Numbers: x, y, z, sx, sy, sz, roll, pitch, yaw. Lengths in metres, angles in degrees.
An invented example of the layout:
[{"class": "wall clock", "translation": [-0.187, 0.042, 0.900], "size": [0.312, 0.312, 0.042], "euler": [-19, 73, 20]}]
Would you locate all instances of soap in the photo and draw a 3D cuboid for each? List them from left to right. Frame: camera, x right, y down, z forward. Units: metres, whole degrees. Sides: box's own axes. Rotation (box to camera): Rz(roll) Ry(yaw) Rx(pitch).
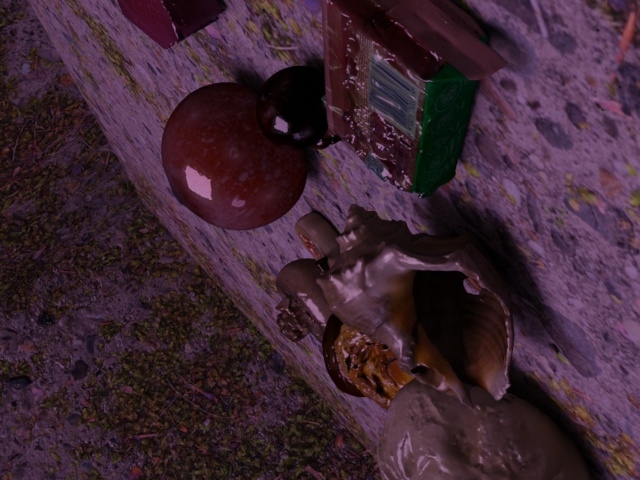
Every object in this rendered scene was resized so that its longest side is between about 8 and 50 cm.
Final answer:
[{"class": "soap", "translation": [-0.258, -0.415, 1.422], "size": [0.250, 0.099, 0.162], "euler": [40, 155, 38]}, {"class": "soap", "translation": [0.086, -0.165, 0.937], "size": [0.218, 0.098, 0.273], "euler": [47, 166, 20]}]

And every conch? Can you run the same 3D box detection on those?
[{"class": "conch", "translation": [0.155, 0.072, 1.165], "size": [0.324, 0.186, 0.263], "euler": [42, 152, -17]}]

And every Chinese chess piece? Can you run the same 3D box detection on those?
[{"class": "Chinese chess piece", "translation": [0.000, 0.000, 1.721], "size": [0.122, 0.051, 0.122], "euler": [47, 165, 16]}]

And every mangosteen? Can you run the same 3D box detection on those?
[{"class": "mangosteen", "translation": [-0.022, -0.181, 1.223], "size": [0.140, 0.140, 0.140], "euler": [48, 166, 16]}]

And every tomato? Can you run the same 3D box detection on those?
[{"class": "tomato", "translation": [-0.163, -0.142, 1.520], "size": [0.270, 0.227, 0.270], "euler": [45, 162, 19]}]

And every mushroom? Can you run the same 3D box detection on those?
[{"class": "mushroom", "translation": [-0.008, 0.146, 1.857], "size": [0.226, 0.178, 0.226], "euler": [37, 160, 16]}]

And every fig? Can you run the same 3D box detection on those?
[{"class": "fig", "translation": [0.057, 0.181, 1.709], "size": [0.290, 0.191, 0.190], "euler": [47, 166, 4]}]

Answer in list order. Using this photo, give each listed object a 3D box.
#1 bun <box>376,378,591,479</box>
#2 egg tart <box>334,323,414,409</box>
[{"class": "bun", "translation": [0.254, 0.388, 1.396], "size": [0.360, 0.211, 0.359], "euler": [27, 149, 18]}, {"class": "egg tart", "translation": [0.165, 0.192, 1.509], "size": [0.297, 0.132, 0.297], "euler": [19, 141, 16]}]
